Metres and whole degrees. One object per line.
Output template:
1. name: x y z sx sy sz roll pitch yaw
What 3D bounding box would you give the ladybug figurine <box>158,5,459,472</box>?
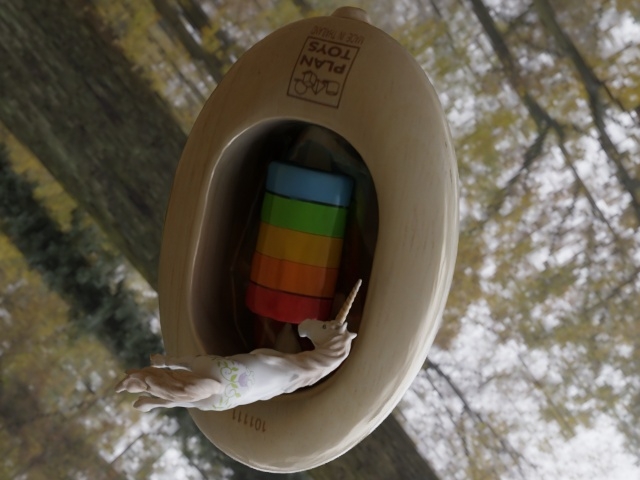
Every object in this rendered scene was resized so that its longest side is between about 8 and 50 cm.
1. ladybug figurine: 0.000 0.000 1.092 0.305 0.449 0.162 18 -171 26

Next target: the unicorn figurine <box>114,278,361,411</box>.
1. unicorn figurine: -0.049 0.085 0.742 0.111 0.060 0.162 -11 -170 34
